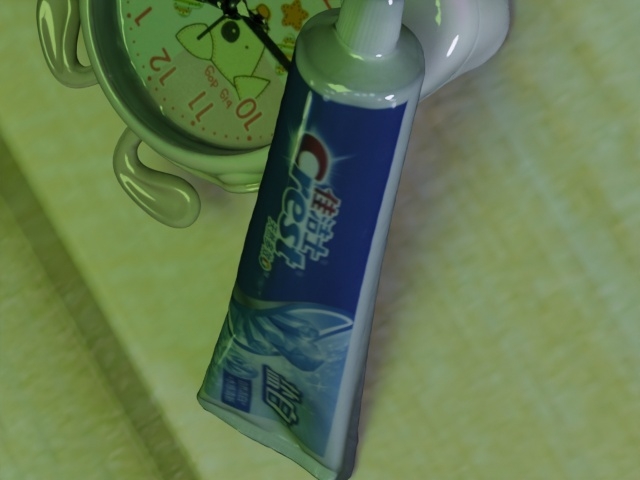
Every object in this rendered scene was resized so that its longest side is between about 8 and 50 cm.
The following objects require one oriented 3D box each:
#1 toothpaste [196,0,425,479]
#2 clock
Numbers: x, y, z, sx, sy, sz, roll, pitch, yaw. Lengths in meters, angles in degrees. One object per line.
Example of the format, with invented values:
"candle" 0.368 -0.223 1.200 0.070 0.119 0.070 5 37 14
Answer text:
"toothpaste" -0.001 0.000 0.754 0.069 0.047 0.268 5 137 -8
"clock" -0.030 -0.097 0.786 0.191 0.062 0.151 -34 84 30
